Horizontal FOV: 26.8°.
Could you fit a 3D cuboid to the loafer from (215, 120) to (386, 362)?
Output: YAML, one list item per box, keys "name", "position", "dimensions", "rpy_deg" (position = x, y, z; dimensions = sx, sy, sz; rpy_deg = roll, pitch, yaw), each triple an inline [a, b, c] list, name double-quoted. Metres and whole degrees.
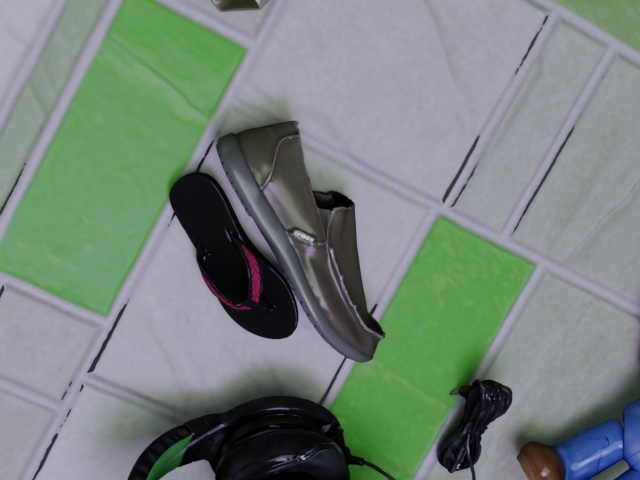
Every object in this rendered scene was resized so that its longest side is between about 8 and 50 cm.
- name: "loafer"
  position: [0.000, 0.000, 1.212]
  dimensions: [0.087, 0.094, 0.251]
  rpy_deg: [-30, 110, 1]

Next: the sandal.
- name: "sandal"
  position: [-0.083, 0.022, 1.218]
  dimensions: [0.067, 0.040, 0.179]
  rpy_deg: [-25, 109, 19]

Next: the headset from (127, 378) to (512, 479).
- name: "headset"
  position: [0.008, 0.230, 1.215]
  dimensions: [0.394, 0.243, 0.185]
  rpy_deg: [-11, 140, -40]

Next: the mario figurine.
- name: "mario figurine"
  position: [0.353, 0.171, 1.310]
  dimensions: [0.320, 0.170, 0.198]
  rpy_deg: [-36, 109, 1]

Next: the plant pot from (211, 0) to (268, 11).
- name: "plant pot"
  position: [-0.063, -0.264, 1.120]
  dimensions: [0.096, 0.109, 0.109]
  rpy_deg: [-41, 111, -13]
